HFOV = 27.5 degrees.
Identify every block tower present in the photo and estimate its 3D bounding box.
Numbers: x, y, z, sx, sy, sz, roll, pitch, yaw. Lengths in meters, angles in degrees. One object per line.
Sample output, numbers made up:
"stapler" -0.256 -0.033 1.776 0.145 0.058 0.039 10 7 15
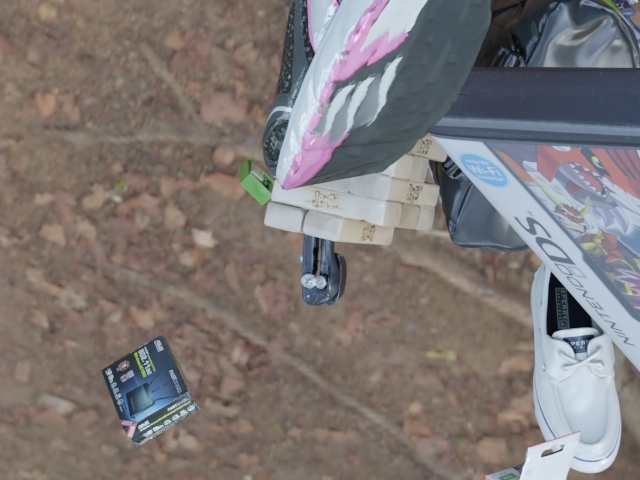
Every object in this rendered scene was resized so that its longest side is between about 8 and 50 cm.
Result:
"block tower" 0.053 -0.164 0.910 0.091 0.097 0.335 13 94 26

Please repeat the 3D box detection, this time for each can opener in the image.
"can opener" 0.000 0.000 1.793 0.059 0.073 0.186 1 100 16

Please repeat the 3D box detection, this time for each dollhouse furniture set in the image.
"dollhouse furniture set" -0.014 -0.101 1.312 0.151 0.058 0.076 -43 106 13

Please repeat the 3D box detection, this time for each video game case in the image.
"video game case" 0.205 0.018 0.561 0.275 0.035 0.248 10 152 51

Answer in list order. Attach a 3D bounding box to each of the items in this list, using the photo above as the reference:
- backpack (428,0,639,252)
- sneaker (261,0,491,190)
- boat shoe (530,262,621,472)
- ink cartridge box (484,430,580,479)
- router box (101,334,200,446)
"backpack" 0.217 -0.187 1.441 0.273 0.355 0.290 8 117 -26
"sneaker" 0.018 -0.104 0.445 0.072 0.077 0.178 -2 124 -46
"boat shoe" 0.294 0.129 1.502 0.096 0.267 0.088 0 148 4
"ink cartridge box" 0.140 0.183 0.928 0.029 0.063 0.115 32 118 40
"router box" -0.213 0.186 1.633 0.092 0.122 0.038 -30 131 -3
